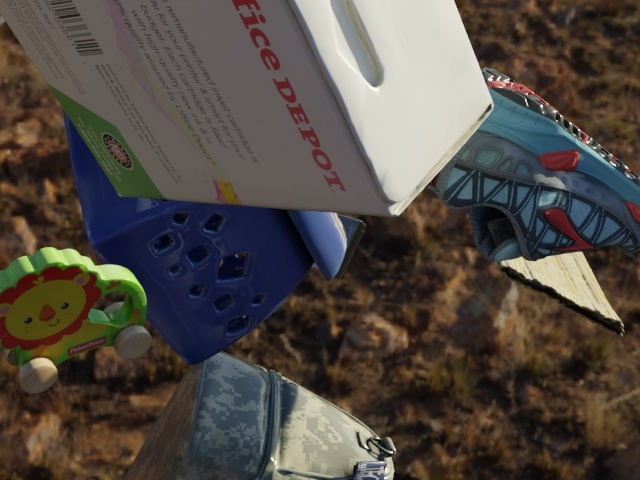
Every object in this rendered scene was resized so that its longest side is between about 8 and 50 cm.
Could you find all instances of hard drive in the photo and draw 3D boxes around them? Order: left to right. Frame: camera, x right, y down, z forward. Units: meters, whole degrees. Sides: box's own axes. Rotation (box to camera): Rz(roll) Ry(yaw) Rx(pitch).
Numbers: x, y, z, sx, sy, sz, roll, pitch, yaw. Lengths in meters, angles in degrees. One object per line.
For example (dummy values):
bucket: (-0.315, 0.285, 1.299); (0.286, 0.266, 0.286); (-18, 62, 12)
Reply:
hard drive: (0.000, 0.000, 1.621); (0.135, 0.094, 0.022); (18, -13, 43)

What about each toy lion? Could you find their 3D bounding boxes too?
toy lion: (-0.151, 0.041, 0.621); (0.100, 0.096, 0.034); (-18, 48, -28)

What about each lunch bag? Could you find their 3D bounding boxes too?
lunch bag: (-0.084, 0.310, 1.227); (0.256, 0.305, 0.212); (24, 24, -15)

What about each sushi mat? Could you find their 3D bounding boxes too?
sushi mat: (0.248, 0.000, 1.192); (0.151, 0.019, 0.316); (26, 21, -9)

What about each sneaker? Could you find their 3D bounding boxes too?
sneaker: (0.175, -0.035, 0.842); (0.262, 0.125, 0.104); (28, 16, -37)

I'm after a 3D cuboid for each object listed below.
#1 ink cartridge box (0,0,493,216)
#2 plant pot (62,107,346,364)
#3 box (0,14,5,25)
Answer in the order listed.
ink cartridge box: (-0.046, -0.100, 0.491); (0.212, 0.154, 0.093); (8, 45, 48)
plant pot: (-0.110, -0.054, 1.067); (0.212, 0.236, 0.236); (-25, 50, 2)
box: (-0.501, -0.338, 1.053); (0.097, 0.395, 0.318); (-15, 30, 43)
